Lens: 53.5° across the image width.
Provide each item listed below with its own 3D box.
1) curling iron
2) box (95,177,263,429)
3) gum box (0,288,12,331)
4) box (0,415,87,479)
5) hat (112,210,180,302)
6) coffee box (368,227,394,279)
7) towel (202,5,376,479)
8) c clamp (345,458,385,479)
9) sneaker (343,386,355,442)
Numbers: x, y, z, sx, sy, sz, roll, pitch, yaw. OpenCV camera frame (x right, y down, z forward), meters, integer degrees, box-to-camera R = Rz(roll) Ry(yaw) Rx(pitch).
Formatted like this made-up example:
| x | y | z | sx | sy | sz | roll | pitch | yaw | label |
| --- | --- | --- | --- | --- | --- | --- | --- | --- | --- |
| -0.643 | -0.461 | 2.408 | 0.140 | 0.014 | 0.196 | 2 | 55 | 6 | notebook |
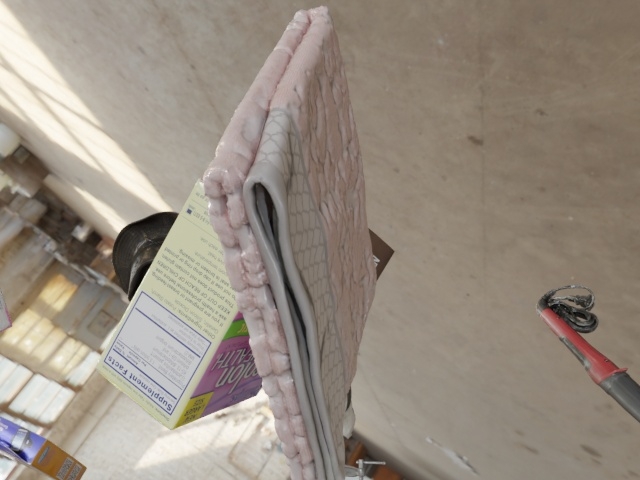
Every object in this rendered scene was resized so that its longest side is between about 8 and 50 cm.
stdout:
| x | y | z | sx | sy | sz | roll | pitch | yaw | label |
| --- | --- | --- | --- | --- | --- | --- | --- | --- | --- |
| 0.317 | 0.136 | 0.674 | 0.035 | 0.068 | 0.274 | 62 | -177 | -35 | curling iron |
| -0.106 | 0.072 | 0.755 | 0.117 | 0.243 | 0.213 | 33 | -173 | 18 | box |
| -0.502 | 0.047 | 0.879 | 0.107 | 0.062 | 0.188 | 11 | 117 | 39 | gum box |
| -0.278 | 0.193 | 0.594 | 0.081 | 0.028 | 0.136 | 21 | 149 | 11 | box |
| -0.393 | 0.096 | 1.571 | 0.331 | 0.134 | 0.331 | 6 | 122 | 11 | hat |
| 0.001 | 0.088 | 1.330 | 0.119 | 0.168 | 0.297 | 42 | 146 | -8 | coffee box |
| 0.000 | 0.000 | 0.574 | 0.053 | 0.317 | 0.332 | -2 | 126 | 12 | towel |
| 0.073 | 0.573 | 1.432 | 0.137 | 0.161 | 0.022 | 0 | 166 | 24 | c clamp |
| 0.020 | 0.195 | 0.730 | 0.040 | 0.043 | 0.109 | 33 | 130 | 34 | sneaker |
